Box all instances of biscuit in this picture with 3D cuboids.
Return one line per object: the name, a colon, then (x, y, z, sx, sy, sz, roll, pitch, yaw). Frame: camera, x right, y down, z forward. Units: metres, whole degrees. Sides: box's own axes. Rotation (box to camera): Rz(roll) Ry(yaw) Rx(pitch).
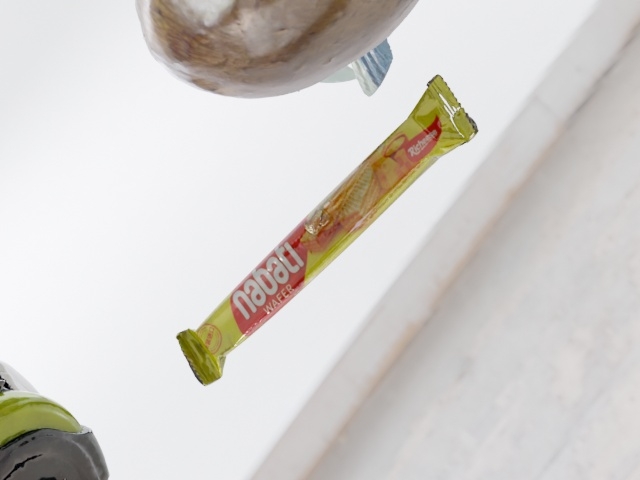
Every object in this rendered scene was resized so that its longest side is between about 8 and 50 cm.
biscuit: (0.000, 0.000, 1.189, 0.292, 0.048, 0.026, -45, -16, 32)

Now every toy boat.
toy boat: (0.004, -0.163, 1.634, 0.149, 0.105, 0.034, -35, 20, 42)

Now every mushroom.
mushroom: (0.017, -0.252, 1.188, 0.345, 0.239, 0.345, -167, 90, -79)

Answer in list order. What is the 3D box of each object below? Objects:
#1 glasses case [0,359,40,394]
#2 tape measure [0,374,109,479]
glasses case: (-0.290, 0.150, 1.538, 0.092, 0.059, 0.233, -28, -15, -4)
tape measure: (-0.199, 0.165, 1.034, 0.112, 0.199, 0.186, 5, 21, 26)
